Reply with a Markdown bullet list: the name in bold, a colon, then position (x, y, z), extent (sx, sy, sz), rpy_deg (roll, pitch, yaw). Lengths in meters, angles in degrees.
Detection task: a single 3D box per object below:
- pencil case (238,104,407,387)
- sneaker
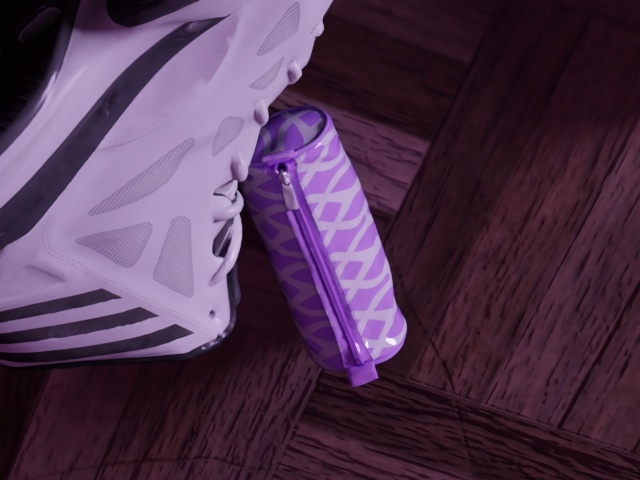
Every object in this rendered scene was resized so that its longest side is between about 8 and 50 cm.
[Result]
- **pencil case**: position (0.000, 0.000, 1.358), extent (0.086, 0.088, 0.206), rpy_deg (-23, 119, 1)
- **sneaker**: position (-0.085, -0.093, 1.226), extent (0.447, 0.169, 0.257), rpy_deg (-41, 135, -7)
